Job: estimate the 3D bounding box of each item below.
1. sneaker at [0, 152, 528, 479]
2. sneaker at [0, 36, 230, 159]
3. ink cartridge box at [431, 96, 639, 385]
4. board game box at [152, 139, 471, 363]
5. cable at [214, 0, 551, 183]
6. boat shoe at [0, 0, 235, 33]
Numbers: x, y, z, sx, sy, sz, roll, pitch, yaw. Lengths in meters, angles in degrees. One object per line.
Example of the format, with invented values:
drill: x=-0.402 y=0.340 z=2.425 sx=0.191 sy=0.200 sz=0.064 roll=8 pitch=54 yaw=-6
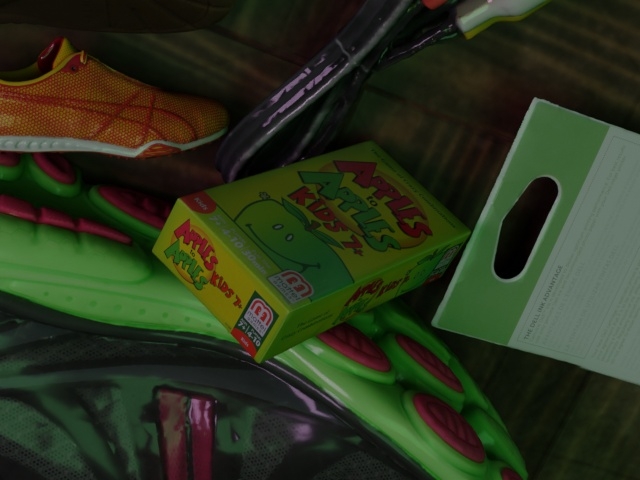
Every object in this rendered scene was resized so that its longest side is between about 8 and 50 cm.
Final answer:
sneaker: x=-0.086 y=0.096 z=0.796 sx=0.483 sy=0.185 sz=0.202 roll=24 pitch=112 yaw=-9
sneaker: x=-0.128 y=-0.082 z=0.743 sx=0.175 sy=0.064 sz=0.067 roll=0 pitch=101 yaw=-35
ink cartridge box: x=0.203 y=0.007 z=0.868 sx=0.235 sy=0.056 sz=0.171 roll=17 pitch=107 yaw=-17
board game box: x=0.000 y=0.000 z=0.748 sx=0.181 sy=0.092 sz=0.043 roll=-21 pitch=149 yaw=-49
cable: x=0.047 y=-0.111 z=0.732 sx=0.287 sy=0.139 sz=0.072 roll=-41 pitch=74 yaw=14
boat shoe: x=-0.196 y=-0.178 z=0.696 sx=0.302 sy=0.109 sz=0.098 roll=2 pitch=75 yaw=-8
